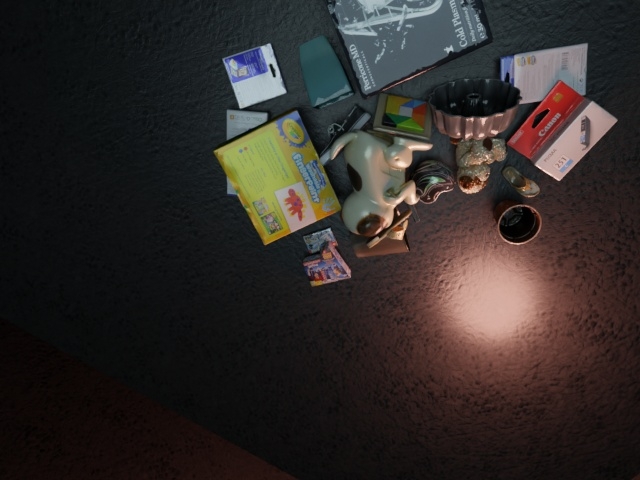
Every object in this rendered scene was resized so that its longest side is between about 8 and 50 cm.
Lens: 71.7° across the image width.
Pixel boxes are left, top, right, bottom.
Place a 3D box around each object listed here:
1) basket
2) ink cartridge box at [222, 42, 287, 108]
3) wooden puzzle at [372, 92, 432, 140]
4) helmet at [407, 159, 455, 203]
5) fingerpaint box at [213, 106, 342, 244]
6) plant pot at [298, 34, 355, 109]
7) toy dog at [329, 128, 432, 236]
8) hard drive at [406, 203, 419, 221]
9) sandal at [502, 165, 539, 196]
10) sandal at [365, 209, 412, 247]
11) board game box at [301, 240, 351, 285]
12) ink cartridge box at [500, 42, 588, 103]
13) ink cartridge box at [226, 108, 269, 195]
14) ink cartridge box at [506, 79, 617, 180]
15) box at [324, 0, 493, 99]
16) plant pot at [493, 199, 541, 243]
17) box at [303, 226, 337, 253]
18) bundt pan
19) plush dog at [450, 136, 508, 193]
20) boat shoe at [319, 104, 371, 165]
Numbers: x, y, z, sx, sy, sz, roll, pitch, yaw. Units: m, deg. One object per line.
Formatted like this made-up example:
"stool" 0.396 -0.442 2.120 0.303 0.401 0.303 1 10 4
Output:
"basket" 0.255 -0.017 1.946 0.226 0.154 0.205 -16 100 16
"ink cartridge box" -0.267 -0.670 1.812 0.208 0.045 0.207 -18 108 -1
"wooden puzzle" 0.326 -0.492 1.720 0.220 0.239 0.044 12 145 3
"helmet" 0.462 -0.252 1.824 0.169 0.169 0.161 38 126 -8
"fingerpaint box" -0.168 -0.267 1.848 0.370 0.163 0.445 -25 112 5
"plant pot" 0.013 -0.659 1.732 0.165 0.166 0.234 -20 100 13
"toy dog" 0.213 -0.212 1.730 0.395 0.284 0.408 -5 113 -37
"hard drive" 0.389 -0.140 1.887 0.022 0.135 0.094 -24 106 14
"sandal" 0.833 -0.241 1.842 0.180 0.049 0.072 38 110 -7
"sandal" 0.302 -0.029 1.820 0.240 0.088 0.079 -38 99 24
"board game box" 0.021 0.102 2.044 0.194 0.060 0.194 -13 119 14
"ink cartridge box" 0.842 -0.629 1.691 0.310 0.065 0.186 -7 110 7
"ink cartridge box" -0.316 -0.375 1.925 0.175 0.069 0.371 6 108 4
"ink cartridge box" 0.931 -0.420 1.720 0.261 0.066 0.296 28 118 -12
"box" 0.284 -0.826 1.568 0.471 0.297 0.480 -20 106 16
"plant pot" 0.802 -0.090 1.840 0.166 0.165 0.167 2 110 6
"box" 0.000 0.000 2.044 0.136 0.027 0.094 -18 106 13
"bundt pan" 0.569 -0.485 1.658 0.330 0.331 0.124 -4 133 9
"plush dog" 0.609 -0.302 1.778 0.210 0.262 0.226 12 104 38
"boat shoe" 0.079 -0.430 1.775 0.105 0.113 0.306 41 77 -1
